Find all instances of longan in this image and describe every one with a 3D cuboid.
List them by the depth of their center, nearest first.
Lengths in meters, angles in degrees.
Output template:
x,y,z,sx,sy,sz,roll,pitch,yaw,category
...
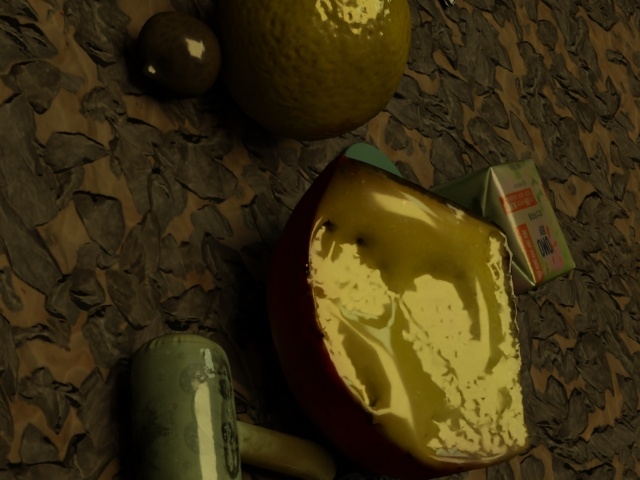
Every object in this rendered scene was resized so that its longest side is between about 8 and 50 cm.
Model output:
x,y,z,sx,sy,sz,roll,pitch,yaw,category
-0.169,-0.218,1.767,0.113,0.092,0.113,11,75,-43,longan

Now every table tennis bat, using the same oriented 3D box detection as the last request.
x,y,z,sx,sy,sz,roll,pitch,yaw,category
0.097,-0.022,2.031,0.153,0.040,0.244,-16,80,-56,table tennis bat

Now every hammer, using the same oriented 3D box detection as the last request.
x,y,z,sx,sy,sz,roll,pitch,yaw,category
-0.082,0.219,1.629,0.305,0.113,0.202,22,57,-49,hammer

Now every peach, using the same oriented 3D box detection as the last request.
x,y,z,sx,sy,sz,roll,pitch,yaw,category
0.075,0.093,1.777,0.306,0.242,0.380,-5,85,-29,peach

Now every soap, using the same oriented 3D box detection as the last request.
x,y,z,sx,sy,sz,roll,pitch,yaw,category
0.246,-0.008,2.102,0.199,0.138,0.182,-15,83,-63,soap

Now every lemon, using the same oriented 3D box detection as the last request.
x,y,z,sx,sy,sz,roll,pitch,yaw,category
-0.010,-0.251,1.843,0.267,0.267,0.267,28,51,-40,lemon

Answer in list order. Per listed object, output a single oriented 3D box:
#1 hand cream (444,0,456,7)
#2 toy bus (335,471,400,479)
x,y,z,sx,sy,sz,roll,pitch,yaw,category
0.234,-0.488,2.449,0.120,0.061,0.270,53,43,-13,hand cream
0.059,0.315,1.768,0.167,0.073,0.076,11,55,-52,toy bus
